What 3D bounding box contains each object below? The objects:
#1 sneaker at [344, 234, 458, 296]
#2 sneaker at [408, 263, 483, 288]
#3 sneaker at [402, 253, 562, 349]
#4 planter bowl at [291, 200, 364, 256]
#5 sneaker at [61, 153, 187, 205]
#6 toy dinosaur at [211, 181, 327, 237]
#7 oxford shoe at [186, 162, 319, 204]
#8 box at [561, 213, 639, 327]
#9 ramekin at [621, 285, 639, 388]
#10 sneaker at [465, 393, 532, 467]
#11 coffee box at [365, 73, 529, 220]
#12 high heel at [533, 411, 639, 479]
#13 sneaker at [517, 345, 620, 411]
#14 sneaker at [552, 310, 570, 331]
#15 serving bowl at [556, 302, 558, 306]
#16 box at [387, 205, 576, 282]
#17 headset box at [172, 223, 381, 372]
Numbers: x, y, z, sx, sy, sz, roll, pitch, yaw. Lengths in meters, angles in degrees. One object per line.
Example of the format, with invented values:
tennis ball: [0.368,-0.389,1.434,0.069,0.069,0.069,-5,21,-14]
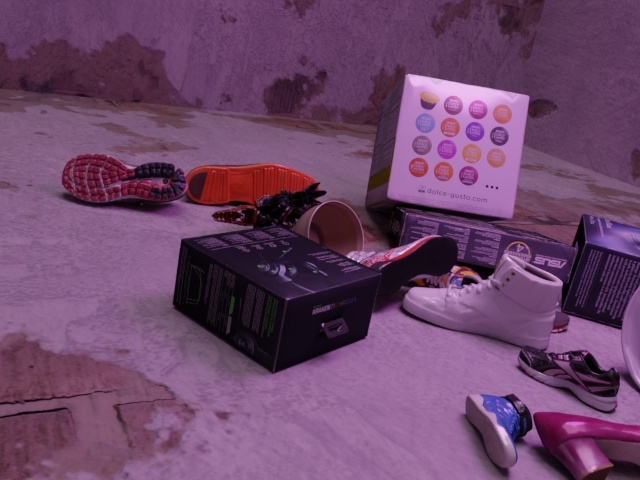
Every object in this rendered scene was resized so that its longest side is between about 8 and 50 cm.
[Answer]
sneaker: [0.158,0.043,1.422,0.270,0.090,0.145,-20,17,-38]
sneaker: [0.270,0.080,1.482,0.186,0.069,0.084,6,14,-12]
sneaker: [0.316,0.094,1.319,0.293,0.169,0.108,12,21,9]
planter bowl: [0.000,0.000,1.466,0.162,0.162,0.109,-7,0,-42]
sneaker: [-0.479,-0.135,1.658,0.299,0.120,0.112,7,-10,-8]
toy dinosaur: [-0.099,-0.046,1.601,0.322,0.164,0.218,-26,22,-33]
oxford shoe: [-0.185,-0.159,1.843,0.364,0.130,0.133,6,13,-15]
box: [0.734,0.082,1.567,0.294,0.182,0.296,17,20,14]
ramekin: [0.676,0.171,1.168,0.127,0.272,0.273,14,15,-28]
sneaker: [0.270,0.266,0.961,0.085,0.058,0.152,-1,14,-7]
coffee box: [0.337,-0.238,1.884,0.338,0.334,0.338,9,-2,-5]
high heel: [0.431,0.276,0.978,0.244,0.082,0.117,-10,40,-18]
sneaker: [0.434,0.217,1.165,0.178,0.077,0.072,23,21,34]
sneaker: [0.450,0.147,1.394,0.158,0.064,0.061,5,20,-15]
serving bowl: [0.479,0.139,1.492,0.083,0.027,0.083,9,19,-3]
box: [0.374,-0.001,1.652,0.395,0.097,0.318,11,5,-1]
headset box: [-0.069,0.088,1.176,0.283,0.131,0.246,25,23,35]
